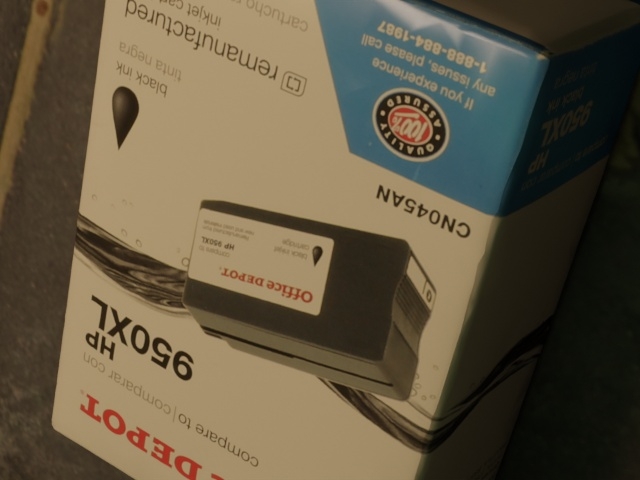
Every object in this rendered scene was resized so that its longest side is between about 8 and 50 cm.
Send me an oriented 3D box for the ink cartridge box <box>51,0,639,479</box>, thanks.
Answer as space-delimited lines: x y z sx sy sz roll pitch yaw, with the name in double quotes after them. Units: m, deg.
0.000 0.000 0.808 0.285 0.166 0.395 27 121 24 "ink cartridge box"
